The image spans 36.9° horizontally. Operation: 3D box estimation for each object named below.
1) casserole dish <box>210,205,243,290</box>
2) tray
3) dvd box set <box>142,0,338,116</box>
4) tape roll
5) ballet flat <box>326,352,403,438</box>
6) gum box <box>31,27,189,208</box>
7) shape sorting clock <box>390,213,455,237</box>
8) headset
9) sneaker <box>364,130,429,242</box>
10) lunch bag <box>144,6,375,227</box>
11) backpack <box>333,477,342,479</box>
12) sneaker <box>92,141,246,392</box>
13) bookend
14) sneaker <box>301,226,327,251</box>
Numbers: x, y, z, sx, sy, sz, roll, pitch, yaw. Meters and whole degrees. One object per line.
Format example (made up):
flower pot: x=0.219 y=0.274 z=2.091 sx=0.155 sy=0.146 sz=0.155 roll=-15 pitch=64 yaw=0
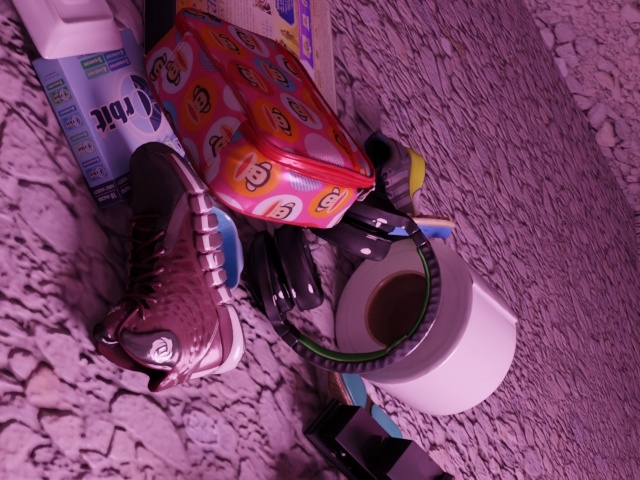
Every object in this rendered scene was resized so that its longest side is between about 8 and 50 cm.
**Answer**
casserole dish: x=-0.167 y=0.003 z=1.226 sx=0.188 sy=0.037 sz=0.114 roll=24 pitch=56 yaw=-53
tray: x=-0.321 y=-0.337 z=1.087 sx=0.270 sy=0.030 sz=0.145 roll=62 pitch=31 yaw=-2
dvd box set: x=-0.108 y=-0.327 z=1.468 sx=0.420 sy=0.062 sz=0.307 roll=26 pitch=54 yaw=-54
tape roll: x=0.168 y=0.139 z=1.532 sx=0.169 sy=0.246 sz=0.246 roll=37 pitch=46 yaw=-47
ballet flat: x=0.050 y=0.254 z=1.448 sx=0.206 sy=0.067 sz=0.073 roll=57 pitch=28 yaw=-23
gum box: x=-0.247 y=-0.151 z=1.156 sx=0.184 sy=0.041 sz=0.157 roll=67 pitch=29 yaw=-12
shape sorting clock: x=0.111 y=-0.029 z=1.527 sx=0.206 sy=0.206 sz=0.040 roll=4 pitch=90 yaw=-60
headset: x=0.000 y=0.000 z=1.356 sx=0.394 sy=0.243 sz=0.185 roll=52 pitch=6 yaw=-4
sneaker: x=0.115 y=-0.065 z=1.706 sx=0.121 sy=0.111 sz=0.300 roll=34 pitch=42 yaw=-36
lunch bag: x=-0.064 y=-0.146 z=1.203 sx=0.258 sy=0.120 sz=0.293 roll=13 pitch=37 yaw=-48
backpack: x=0.034 y=0.427 z=1.280 sx=0.173 sy=0.117 sz=0.158 roll=-58 pitch=146 yaw=-8
sneaker: x=-0.192 y=0.038 z=1.067 sx=0.162 sy=0.106 sz=0.281 roll=-23 pitch=98 yaw=-39
bookend: x=0.079 y=0.299 z=1.331 sx=0.156 sy=0.157 sz=0.072 roll=47 pitch=68 yaw=-11
sneaker: x=-0.028 y=-0.007 z=1.472 sx=0.058 sy=0.052 sz=0.135 roll=62 pitch=22 yaw=-2
